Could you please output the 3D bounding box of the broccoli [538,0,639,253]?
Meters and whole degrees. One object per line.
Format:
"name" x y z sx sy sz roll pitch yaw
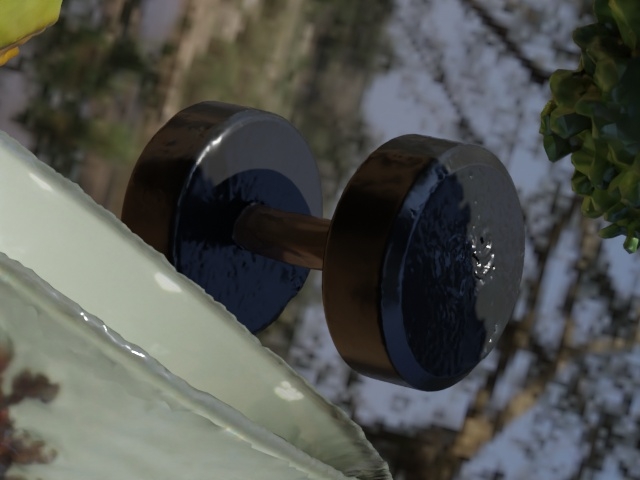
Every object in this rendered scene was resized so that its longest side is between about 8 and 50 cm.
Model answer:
"broccoli" 0.275 -0.037 0.850 0.317 0.277 0.338 -35 119 -48

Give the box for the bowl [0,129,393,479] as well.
"bowl" -0.150 0.045 0.728 0.157 0.337 0.337 -53 -177 1

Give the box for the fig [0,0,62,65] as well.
"fig" -0.272 -0.240 1.092 0.343 0.343 0.343 -165 -90 -88

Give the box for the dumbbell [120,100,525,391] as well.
"dumbbell" 0.000 0.000 1.231 0.152 0.218 0.152 -18 113 -50
